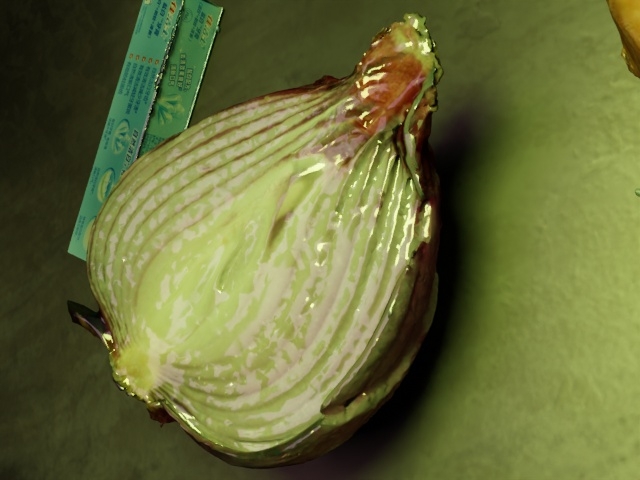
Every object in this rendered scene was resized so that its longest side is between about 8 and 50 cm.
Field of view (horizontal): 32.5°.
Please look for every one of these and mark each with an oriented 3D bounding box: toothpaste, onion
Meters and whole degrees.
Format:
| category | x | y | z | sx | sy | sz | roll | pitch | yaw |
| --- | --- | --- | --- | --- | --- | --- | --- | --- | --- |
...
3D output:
| category | x | y | z | sx | sy | sz | roll | pitch | yaw |
| --- | --- | --- | --- | --- | --- | --- | --- | --- | --- |
| toothpaste | -0.167 | -0.104 | 1.052 | 0.066 | 0.053 | 0.272 | 19 | 94 | 44 |
| onion | 0.000 | 0.000 | 0.828 | 0.349 | 0.159 | 0.267 | -45 | 68 | 15 |

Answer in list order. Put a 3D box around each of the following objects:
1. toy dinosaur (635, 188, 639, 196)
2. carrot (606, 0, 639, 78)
| category | x | y | z | sx | sy | sz | roll | pitch | yaw |
| --- | --- | --- | --- | --- | --- | --- | --- | --- | --- |
| toy dinosaur | 0.311 | -0.028 | 0.644 | 0.242 | 0.053 | 0.167 | 26 | 96 | 40 |
| carrot | 0.303 | -0.163 | 0.627 | 0.307 | 0.100 | 0.258 | 37 | 99 | 43 |
